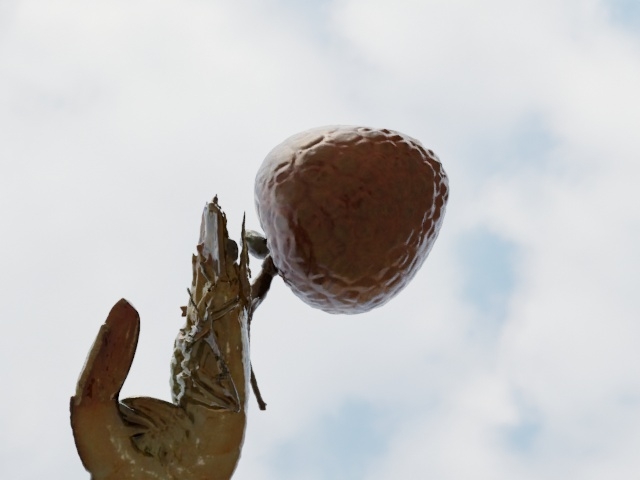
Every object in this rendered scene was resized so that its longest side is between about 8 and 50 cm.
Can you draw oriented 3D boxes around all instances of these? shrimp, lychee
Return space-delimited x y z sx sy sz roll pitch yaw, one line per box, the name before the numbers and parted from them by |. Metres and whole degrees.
shrimp | -0.077 0.057 0.872 0.095 0.045 0.162 4 -87 -19
lychee | 0.004 -0.004 0.945 0.140 0.101 0.114 -27 -107 -17
